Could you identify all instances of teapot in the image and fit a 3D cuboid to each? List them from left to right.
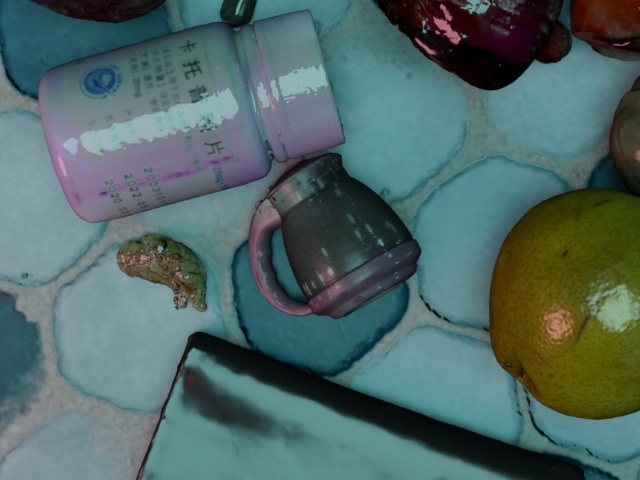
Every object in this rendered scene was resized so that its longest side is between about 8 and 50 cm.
[{"bbox_3d":[0.008,-0.004,1.497,0.116,0.148,0.146,-27,83,-32],"label":"teapot"}]

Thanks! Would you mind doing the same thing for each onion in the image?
[{"bbox_3d":[0.159,-0.221,1.438,0.218,0.195,0.140,20,110,-33],"label":"onion"}]

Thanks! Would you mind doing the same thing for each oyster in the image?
[{"bbox_3d":[-0.150,0.034,1.523,0.083,0.038,0.080,-7,97,0],"label":"oyster"}]

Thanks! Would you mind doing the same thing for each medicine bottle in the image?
[{"bbox_3d":[-0.114,-0.116,1.453,0.255,0.152,0.152,-16,95,3],"label":"medicine bottle"}]

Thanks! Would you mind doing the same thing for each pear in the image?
[{"bbox_3d":[0.248,0.060,1.443,0.209,0.209,0.208,0,95,1],"label":"pear"}]

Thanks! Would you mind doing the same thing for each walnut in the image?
[{"bbox_3d":[0.339,-0.084,1.459,0.162,0.140,0.140,41,94,-16],"label":"walnut"}]

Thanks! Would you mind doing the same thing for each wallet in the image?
[{"bbox_3d":[0.029,0.256,1.531,0.406,0.062,0.228,20,96,0],"label":"wallet"}]

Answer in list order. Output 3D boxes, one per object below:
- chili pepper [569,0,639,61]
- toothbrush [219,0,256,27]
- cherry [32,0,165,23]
[{"bbox_3d":[0.348,-0.306,1.395,0.251,0.229,0.305,5,96,19],"label":"chili pepper"},{"bbox_3d":[-0.038,-0.339,1.494,0.030,0.030,0.297,21,97,25],"label":"toothbrush"},{"bbox_3d":[-0.203,-0.290,1.429,0.195,0.195,0.195,0,95,1],"label":"cherry"}]
